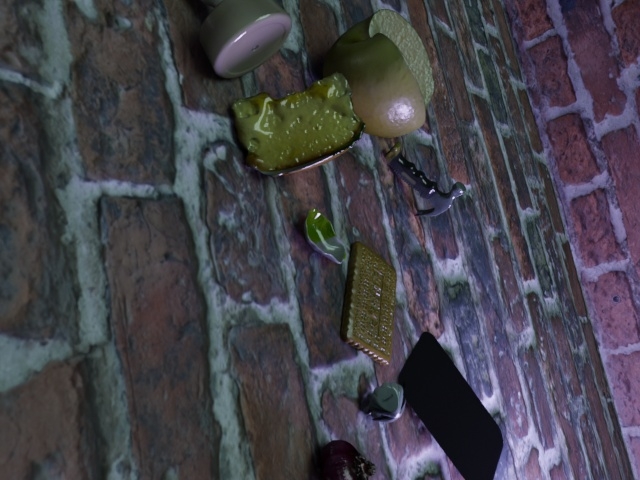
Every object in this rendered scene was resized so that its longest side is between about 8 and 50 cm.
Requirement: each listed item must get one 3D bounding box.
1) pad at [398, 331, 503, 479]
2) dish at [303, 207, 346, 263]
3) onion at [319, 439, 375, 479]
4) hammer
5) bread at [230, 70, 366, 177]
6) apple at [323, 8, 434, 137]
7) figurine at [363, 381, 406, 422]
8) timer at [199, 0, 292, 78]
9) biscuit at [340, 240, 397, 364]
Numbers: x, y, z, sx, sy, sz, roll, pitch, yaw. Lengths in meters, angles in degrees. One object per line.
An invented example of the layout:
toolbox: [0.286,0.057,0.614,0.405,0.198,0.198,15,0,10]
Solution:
pad: [0.328,0.421,1.452,0.375,0.063,0.315,55,39,-5]
dish: [0.000,0.000,1.196,0.137,0.039,0.091,47,38,-31]
onion: [0.049,0.415,1.025,0.115,0.104,0.115,54,25,-39]
hammer: [0.265,-0.165,1.553,0.226,0.159,0.041,43,40,-5]
bread: [-0.050,-0.224,1.157,0.133,0.251,0.174,165,-96,-83]
apple: [0.135,-0.384,1.376,0.258,0.233,0.295,56,30,-35]
figurine: [0.133,0.340,1.195,0.094,0.086,0.082,-29,82,-12]
timer: [-0.197,-0.465,1.079,0.266,0.175,0.175,54,36,5]
biscuit: [0.118,0.138,1.297,0.172,0.029,0.255,37,48,-37]
